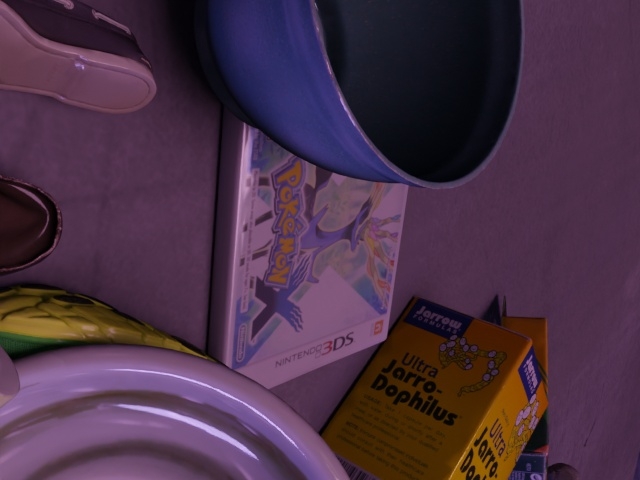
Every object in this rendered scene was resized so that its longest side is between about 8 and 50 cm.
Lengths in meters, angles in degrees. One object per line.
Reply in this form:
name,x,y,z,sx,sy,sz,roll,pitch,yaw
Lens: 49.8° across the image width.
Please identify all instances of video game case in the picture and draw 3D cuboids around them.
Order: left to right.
video game case,0.000,0.000,0.801,0.300,0.036,0.329,-12,114,-47

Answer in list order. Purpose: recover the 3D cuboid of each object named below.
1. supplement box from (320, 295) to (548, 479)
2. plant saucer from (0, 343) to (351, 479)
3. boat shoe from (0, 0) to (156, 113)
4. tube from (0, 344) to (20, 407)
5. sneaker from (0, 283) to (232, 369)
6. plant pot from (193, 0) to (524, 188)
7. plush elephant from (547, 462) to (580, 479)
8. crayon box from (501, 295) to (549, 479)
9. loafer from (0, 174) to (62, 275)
supplement box,0.145,0.293,0.971,0.356,0.195,0.194,-52,138,-23
plant saucer,-0.156,0.274,0.506,0.400,0.100,0.400,1,87,-11
boat shoe,-0.212,-0.149,0.483,0.206,0.075,0.065,14,52,-46
tube,-0.299,0.141,0.414,0.240,0.070,0.062,-38,146,-5
sneaker,-0.175,0.127,0.586,0.295,0.109,0.123,41,72,-49
plant pot,0.018,-0.188,0.588,0.293,0.196,0.293,-3,93,-48
plush elephant,0.323,0.572,1.286,0.272,0.255,0.330,5,64,-13
crayon box,0.351,0.276,1.195,0.318,0.081,0.202,-74,157,-43
loafer,-0.258,-0.013,0.436,0.220,0.078,0.080,3,85,-50
